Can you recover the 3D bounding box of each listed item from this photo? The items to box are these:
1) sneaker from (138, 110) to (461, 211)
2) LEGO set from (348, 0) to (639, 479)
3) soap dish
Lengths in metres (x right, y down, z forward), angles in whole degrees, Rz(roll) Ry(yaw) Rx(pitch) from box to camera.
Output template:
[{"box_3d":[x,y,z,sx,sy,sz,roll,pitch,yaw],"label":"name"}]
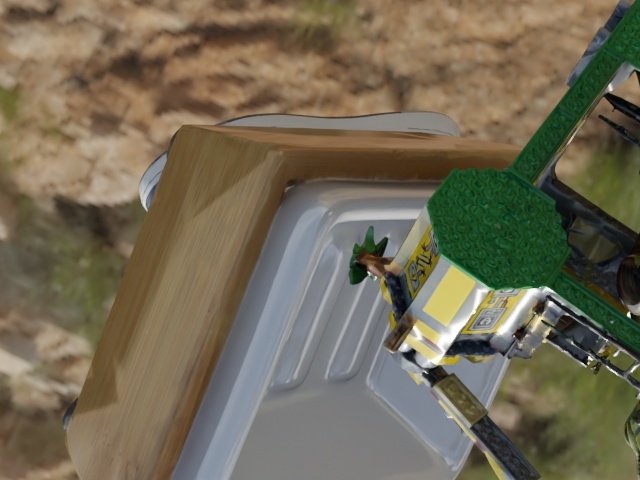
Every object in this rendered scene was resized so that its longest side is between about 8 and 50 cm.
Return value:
[{"box_3d":[0.001,-0.001,1.182,0.226,0.163,0.086,-7,145,-8],"label":"sneaker"},{"box_3d":[0.171,0.061,0.837,0.331,0.255,0.192,28,143,1],"label":"LEGO set"},{"box_3d":[0.002,0.043,0.988,0.118,0.291,0.229,31,108,29],"label":"soap dish"}]
